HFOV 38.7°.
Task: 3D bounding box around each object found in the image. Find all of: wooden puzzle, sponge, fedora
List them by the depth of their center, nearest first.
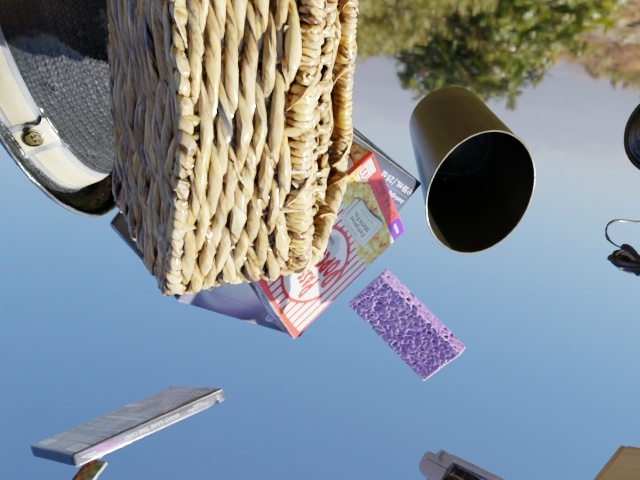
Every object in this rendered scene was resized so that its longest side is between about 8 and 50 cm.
[{"bbox_3d":[-0.231,-0.195,0.930,0.152,0.334,0.334,-16,-175,11],"label":"fedora"},{"bbox_3d":[-0.411,0.411,1.625,0.049,0.006,0.083,-1,-144,35],"label":"wooden puzzle"},{"bbox_3d":[0.160,0.159,1.704,0.210,0.117,0.031,45,-137,0],"label":"sponge"}]

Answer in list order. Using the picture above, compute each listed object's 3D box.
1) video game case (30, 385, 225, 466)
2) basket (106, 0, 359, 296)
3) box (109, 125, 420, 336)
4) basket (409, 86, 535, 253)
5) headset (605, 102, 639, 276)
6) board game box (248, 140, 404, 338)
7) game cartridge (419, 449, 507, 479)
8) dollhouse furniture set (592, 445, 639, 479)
[{"bbox_3d":[-0.322,0.304,1.526,0.274,0.026,0.196,-18,-175,-36],"label":"video game case"},{"bbox_3d":[-0.030,-0.124,0.672,0.223,0.299,0.213,-8,-151,-23],"label":"basket"},{"bbox_3d":[-0.063,-0.049,1.235,0.183,0.294,0.296,44,-170,32],"label":"box"},{"bbox_3d":[0.214,-0.126,1.375,0.154,0.204,0.227,4,-147,-9],"label":"basket"},{"bbox_3d":[0.573,-0.107,1.384,0.185,0.394,0.243,28,166,48],"label":"headset"},{"bbox_3d":[0.000,0.000,1.052,0.045,0.193,0.147,36,163,39],"label":"board game box"},{"bbox_3d":[0.281,0.393,1.241,0.196,0.060,0.294,44,163,-30],"label":"game cartridge"},{"bbox_3d":[0.411,0.432,1.017,0.173,0.356,0.303,0,-164,40],"label":"dollhouse furniture set"}]
